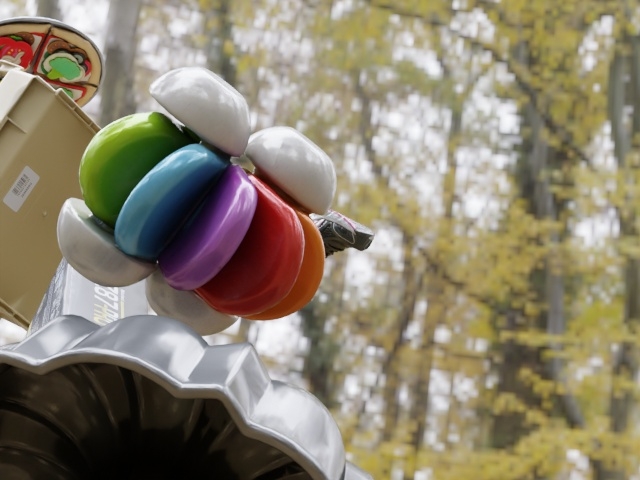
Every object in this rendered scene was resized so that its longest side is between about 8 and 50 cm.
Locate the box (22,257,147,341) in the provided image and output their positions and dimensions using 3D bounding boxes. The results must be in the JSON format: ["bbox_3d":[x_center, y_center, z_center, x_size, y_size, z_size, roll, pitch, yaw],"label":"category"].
[{"bbox_3d":[-0.263,0.207,1.540,0.097,0.395,0.318,25,-77,-15],"label":"box"}]

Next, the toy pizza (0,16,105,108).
[{"bbox_3d":[-0.384,-0.217,2.183,0.201,0.032,0.201,-6,-37,-4],"label":"toy pizza"}]

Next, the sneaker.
[{"bbox_3d":[0.000,0.000,2.145,0.072,0.077,0.178,24,-5,-34],"label":"sneaker"}]

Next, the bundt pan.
[{"bbox_3d":[-0.106,0.185,0.990,0.330,0.124,0.331,5,-66,12],"label":"bundt pan"}]

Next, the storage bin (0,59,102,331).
[{"bbox_3d":[-0.382,-0.048,2.084,0.123,0.262,0.260,21,-18,40],"label":"storage bin"}]

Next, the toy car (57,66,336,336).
[{"bbox_3d":[-0.073,-0.011,1.095,0.182,0.136,0.159,33,-80,-32],"label":"toy car"}]
